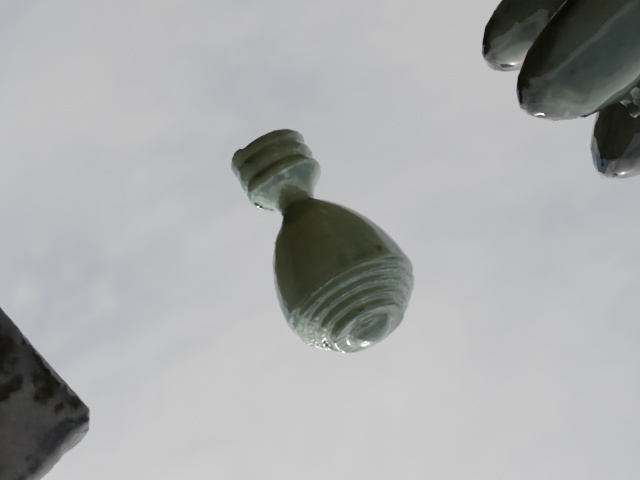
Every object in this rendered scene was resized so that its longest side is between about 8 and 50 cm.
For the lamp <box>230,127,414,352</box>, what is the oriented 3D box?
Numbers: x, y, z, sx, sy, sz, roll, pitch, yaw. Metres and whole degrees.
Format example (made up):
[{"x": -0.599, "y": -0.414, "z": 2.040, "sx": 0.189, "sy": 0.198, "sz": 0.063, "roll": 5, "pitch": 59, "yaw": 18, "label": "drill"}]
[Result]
[{"x": 0.000, "y": 0.000, "z": 1.413, "sx": 0.106, "sy": 0.106, "sz": 0.193, "roll": -33, "pitch": -116, "yaw": 9, "label": "lamp"}]

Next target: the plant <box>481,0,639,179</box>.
[{"x": 0.168, "y": -0.128, "z": 0.562, "sx": 0.274, "sy": 0.146, "sz": 0.149, "roll": -35, "pitch": -168, "yaw": 8, "label": "plant"}]

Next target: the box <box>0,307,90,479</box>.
[{"x": -0.256, "y": 0.086, "z": 0.760, "sx": 0.273, "sy": 0.184, "sz": 0.143, "roll": -27, "pitch": -164, "yaw": 45, "label": "box"}]
